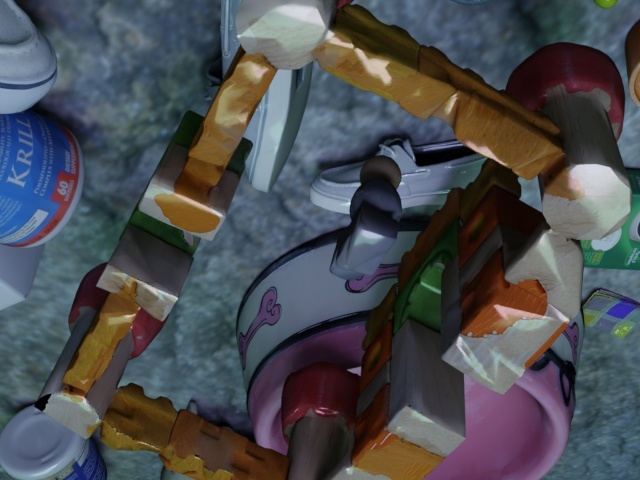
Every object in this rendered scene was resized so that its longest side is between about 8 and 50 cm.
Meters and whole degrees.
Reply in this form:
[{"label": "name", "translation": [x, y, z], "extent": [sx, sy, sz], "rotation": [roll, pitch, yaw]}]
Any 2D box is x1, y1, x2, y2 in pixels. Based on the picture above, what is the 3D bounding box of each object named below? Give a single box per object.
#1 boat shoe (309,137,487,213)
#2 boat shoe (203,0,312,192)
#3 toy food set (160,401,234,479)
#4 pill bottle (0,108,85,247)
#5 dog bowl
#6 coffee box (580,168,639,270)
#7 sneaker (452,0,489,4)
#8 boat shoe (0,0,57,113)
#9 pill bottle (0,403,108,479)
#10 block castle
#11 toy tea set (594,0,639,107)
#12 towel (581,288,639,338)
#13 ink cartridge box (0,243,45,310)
[{"label": "boat shoe", "translation": [0.080, -0.066, 0.861], "extent": [0.184, 0.066, 0.063], "rotation": [-1, 123, 6]}, {"label": "boat shoe", "translation": [-0.056, -0.138, 0.784], "extent": [0.081, 0.079, 0.227], "rotation": [20, 139, 9]}, {"label": "toy food set", "translation": [-0.061, 0.331, 1.284], "extent": [0.306, 0.092, 0.219], "rotation": [19, 136, -7]}, {"label": "pill bottle", "translation": [-0.313, -0.074, 0.757], "extent": [0.124, 0.124, 0.221], "rotation": [-22, 158, 23]}, {"label": "dog bowl", "translation": [0.100, 0.169, 1.041], "extent": [0.408, 0.150, 0.408], "rotation": [2, 137, 2]}, {"label": "coffee box", "translation": [0.319, -0.019, 0.920], "extent": [0.184, 0.040, 0.113], "rotation": [3, 138, -1]}, {"label": "sneaker", "translation": [0.071, -0.251, 0.611], "extent": [0.104, 0.125, 0.262], "rotation": [-15, 135, 18]}, {"label": "boat shoe", "translation": [-0.326, -0.242, 0.640], "extent": [0.367, 0.135, 0.156], "rotation": [36, 124, -20]}, {"label": "pill bottle", "translation": [-0.349, 0.311, 1.237], "extent": [0.112, 0.112, 0.186], "rotation": [-4, 137, 6]}, {"label": "block castle", "translation": [0.000, 0.000, 0.717], "extent": [0.303, 0.213, 0.453], "rotation": [27, 123, -10]}, {"label": "toy tea set", "translation": [0.272, -0.214, 0.648], "extent": [0.200, 0.124, 0.336], "rotation": [-20, 133, 21]}, {"label": "towel", "translation": [0.331, 0.085, 1.054], "extent": [0.083, 0.009, 0.060], "rotation": [19, 133, -19]}, {"label": "ink cartridge box", "translation": [-0.447, 0.008, 0.907], "extent": [0.278, 0.117, 0.201], "rotation": [-22, 132, 23]}]
